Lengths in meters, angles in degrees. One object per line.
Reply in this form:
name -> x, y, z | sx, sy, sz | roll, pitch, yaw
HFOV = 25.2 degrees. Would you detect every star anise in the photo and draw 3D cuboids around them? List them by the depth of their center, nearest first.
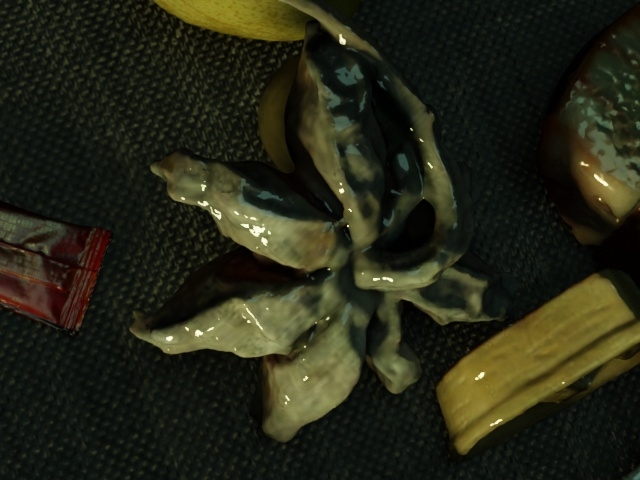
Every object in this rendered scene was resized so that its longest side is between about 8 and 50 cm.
star anise -> 0.000, 0.000, 0.970 | 0.359, 0.139, 0.316 | 14, 100, -27

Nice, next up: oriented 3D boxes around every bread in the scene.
bread -> 0.341, -0.052, 1.125 | 0.295, 0.114, 0.328 | -37, 86, -18

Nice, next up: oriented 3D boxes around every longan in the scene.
longan -> 0.008, -0.086, 1.071 | 0.106, 0.106, 0.119 | -44, 128, -18

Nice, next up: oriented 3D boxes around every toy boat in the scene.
toy boat -> 0.161, 0.091, 1.042 | 0.188, 0.116, 0.061 | -35, 73, 16

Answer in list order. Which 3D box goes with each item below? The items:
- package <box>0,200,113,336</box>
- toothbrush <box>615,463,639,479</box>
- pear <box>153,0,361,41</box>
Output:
package -> -0.255, -0.001, 1.026 | 0.200, 0.022, 0.083 | 19, 73, -7
toothbrush -> 0.196, 0.221, 1.028 | 0.037, 0.028, 0.375 | 29, 88, 7
pear -> -0.049, -0.264, 1.045 | 0.211, 0.188, 0.229 | 20, 74, -15
